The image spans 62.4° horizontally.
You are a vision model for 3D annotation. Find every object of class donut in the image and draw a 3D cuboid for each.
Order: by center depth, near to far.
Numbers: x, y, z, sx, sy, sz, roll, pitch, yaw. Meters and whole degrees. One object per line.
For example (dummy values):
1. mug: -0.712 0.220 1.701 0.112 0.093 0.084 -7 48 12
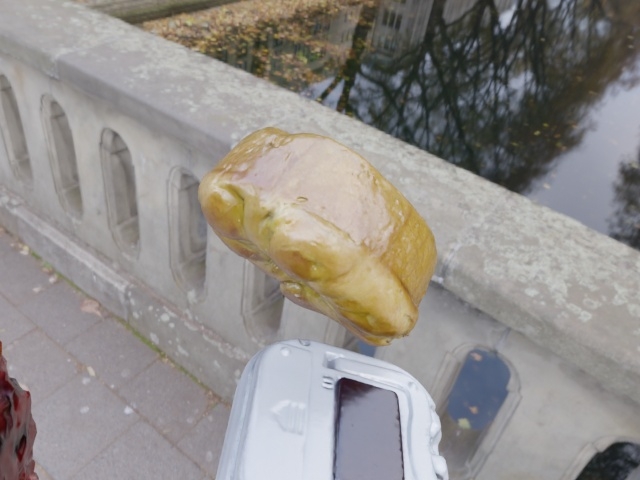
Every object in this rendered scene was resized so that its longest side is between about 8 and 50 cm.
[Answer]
1. donut: 0.000 0.000 0.651 0.299 0.317 0.150 28 76 16

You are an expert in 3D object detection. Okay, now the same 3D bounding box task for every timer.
1. timer: 0.020 0.219 0.548 0.237 0.087 0.262 17 35 -8

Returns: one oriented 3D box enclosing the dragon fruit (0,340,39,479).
1. dragon fruit: -0.323 0.193 0.217 0.329 0.228 0.286 8 35 -12
